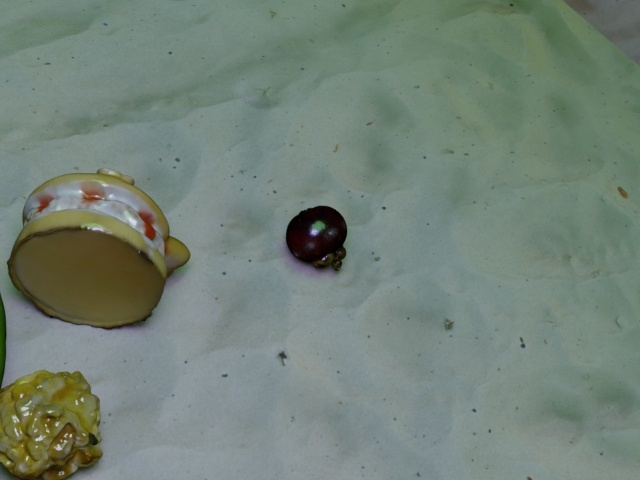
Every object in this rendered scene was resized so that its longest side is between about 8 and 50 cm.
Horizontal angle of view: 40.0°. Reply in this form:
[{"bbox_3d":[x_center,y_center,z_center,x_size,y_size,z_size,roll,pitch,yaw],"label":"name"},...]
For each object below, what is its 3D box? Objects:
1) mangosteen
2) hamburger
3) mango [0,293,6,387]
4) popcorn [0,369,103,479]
[{"bbox_3d":[0.000,0.000,1.729,0.140,0.140,0.140,9,52,-12],"label":"mangosteen"},{"bbox_3d":[-0.367,0.010,1.511,0.303,0.261,0.186,26,44,-22],"label":"hamburger"},{"bbox_3d":[-0.577,0.178,1.312,0.225,0.201,0.381,-29,49,8],"label":"mango"},{"bbox_3d":[-0.422,0.284,1.352,0.170,0.180,0.180,12,37,42],"label":"popcorn"}]
